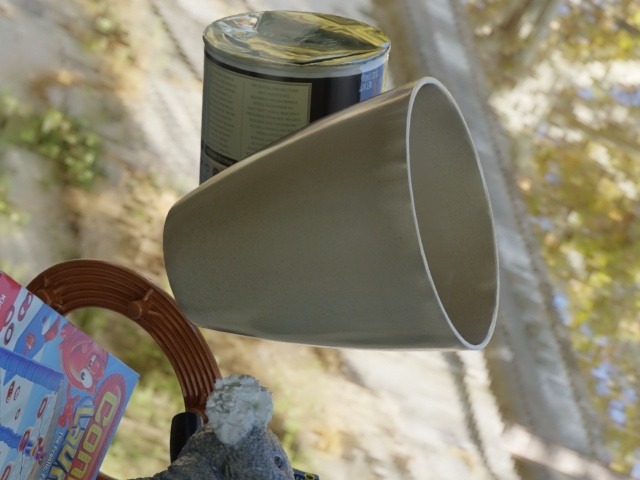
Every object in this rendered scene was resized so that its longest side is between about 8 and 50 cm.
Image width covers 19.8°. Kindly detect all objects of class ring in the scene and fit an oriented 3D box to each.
[{"bbox_3d":[-0.248,0.184,2.138,0.337,0.032,0.336,12,-67,32],"label":"ring"}]

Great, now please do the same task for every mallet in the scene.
[{"bbox_3d":[-0.084,0.250,2.025,0.039,0.190,0.062,-43,-150,42],"label":"mallet"}]

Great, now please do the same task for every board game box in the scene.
[{"bbox_3d":[-0.319,0.204,1.693,0.086,0.302,0.308,15,-105,25],"label":"board game box"}]

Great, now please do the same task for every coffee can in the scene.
[{"bbox_3d":[-0.033,-0.089,1.982,0.201,0.202,0.275,-137,-135,-56],"label":"coffee can"}]

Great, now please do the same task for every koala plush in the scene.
[{"bbox_3d":[-0.098,0.243,1.717,0.221,0.203,0.196,-64,161,-49],"label":"koala plush"}]

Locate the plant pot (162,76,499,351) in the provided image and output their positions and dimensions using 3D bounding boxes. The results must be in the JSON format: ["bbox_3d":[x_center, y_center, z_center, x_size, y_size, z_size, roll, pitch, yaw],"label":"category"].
[{"bbox_3d":[0.000,0.000,1.733,0.274,0.256,0.256,-11,-123,20],"label":"plant pot"}]
